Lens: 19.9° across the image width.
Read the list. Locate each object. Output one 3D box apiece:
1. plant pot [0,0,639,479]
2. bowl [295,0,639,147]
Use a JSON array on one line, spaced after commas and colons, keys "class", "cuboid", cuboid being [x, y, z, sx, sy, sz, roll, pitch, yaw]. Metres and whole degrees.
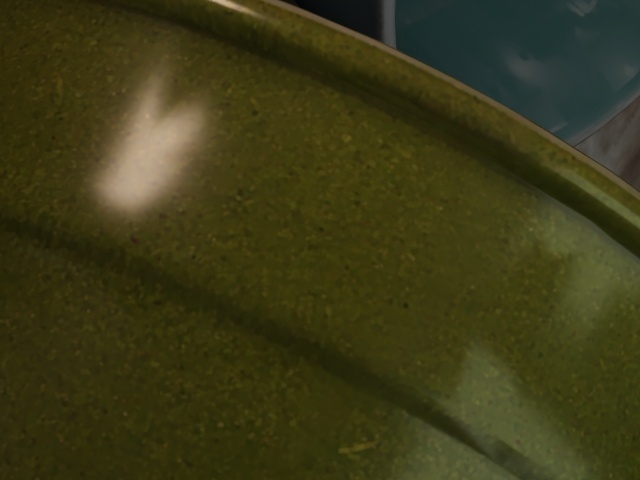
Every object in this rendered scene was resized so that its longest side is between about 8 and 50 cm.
[{"class": "plant pot", "cuboid": [-0.076, 0.159, 0.541, 0.366, 0.366, 0.353, 49, 61, -46]}, {"class": "bowl", "cuboid": [0.069, -0.198, 0.701, 0.311, 0.163, 0.311, -37, 147, -30]}]
